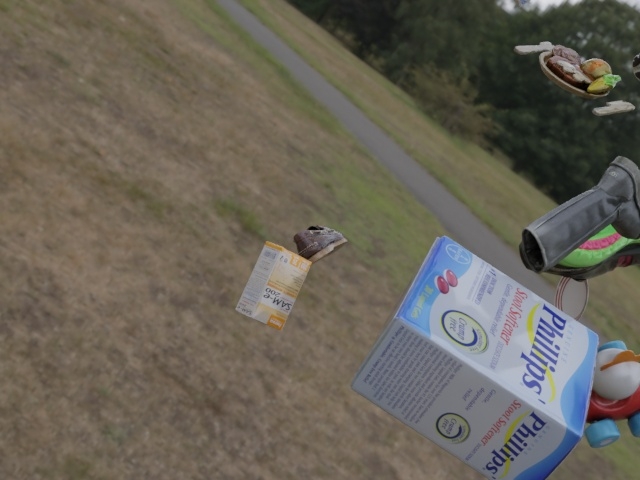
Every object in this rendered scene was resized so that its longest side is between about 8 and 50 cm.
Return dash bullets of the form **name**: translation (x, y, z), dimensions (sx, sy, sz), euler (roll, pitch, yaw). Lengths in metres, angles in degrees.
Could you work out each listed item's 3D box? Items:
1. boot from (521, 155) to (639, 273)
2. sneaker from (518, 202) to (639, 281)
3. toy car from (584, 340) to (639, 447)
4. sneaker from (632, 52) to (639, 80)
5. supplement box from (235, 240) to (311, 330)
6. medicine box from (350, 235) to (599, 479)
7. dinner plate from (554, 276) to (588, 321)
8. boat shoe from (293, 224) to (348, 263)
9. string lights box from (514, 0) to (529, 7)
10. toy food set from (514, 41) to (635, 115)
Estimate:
- **boot**: translation (0.418, -0.014, 1.445), dimensions (0.076, 0.208, 0.190), euler (32, -20, 47)
- **sneaker**: translation (0.626, -0.013, 1.997), dimensions (0.482, 0.202, 0.185), euler (-1, 73, -31)
- **toy car**: translation (0.661, 0.304, 2.030), dimensions (0.238, 0.210, 0.219), euler (97, -20, -57)
- **sneaker**: translation (0.656, -0.347, 1.691), dimensions (0.170, 0.071, 0.068), euler (-8, -77, 57)
- **supplement box**: translation (-0.060, 0.059, 1.181), dimensions (0.036, 0.099, 0.062), euler (19, -7, 44)
- **medicine box**: translation (0.230, 0.172, 1.320), dimensions (0.289, 0.149, 0.263), euler (32, 33, 4)
- **dinner plate**: translation (0.587, 0.133, 2.132), dimensions (0.017, 0.141, 0.141), euler (10, 19, -14)
- **boat shoe**: translation (0.000, 0.000, 1.883), dimensions (0.073, 0.073, 0.207), euler (55, 13, 5)
- **string lights box**: translation (0.465, -0.742, 2.373), dimensions (0.260, 0.076, 0.133), euler (59, 11, 19)
- **toy food set**: translation (0.409, -0.272, 1.458), dimensions (0.132, 0.039, 0.192), euler (-16, 52, -43)
